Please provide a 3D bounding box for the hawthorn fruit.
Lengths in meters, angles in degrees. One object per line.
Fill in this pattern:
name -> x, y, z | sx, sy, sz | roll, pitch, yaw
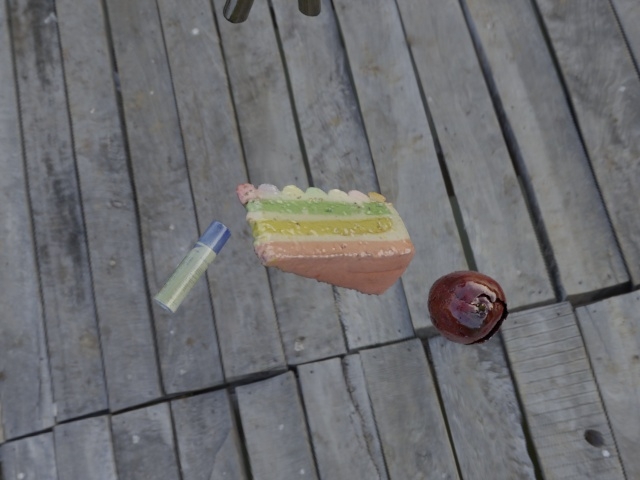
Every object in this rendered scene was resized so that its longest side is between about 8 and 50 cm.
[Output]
hawthorn fruit -> 0.279, 0.123, 1.110 | 0.147, 0.172, 0.148 | 1, 79, -7

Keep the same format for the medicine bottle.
medicine bottle -> -0.295, 0.059, 1.389 | 0.059, 0.059, 0.231 | 27, 68, 16

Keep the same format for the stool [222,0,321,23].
stool -> -0.093, -0.547, 1.115 | 0.271, 0.178, 0.272 | 7, 66, -16

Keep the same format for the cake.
cake -> 0.014, -0.013, 0.680 | 0.090, 0.225, 0.110 | -42, 54, 26
